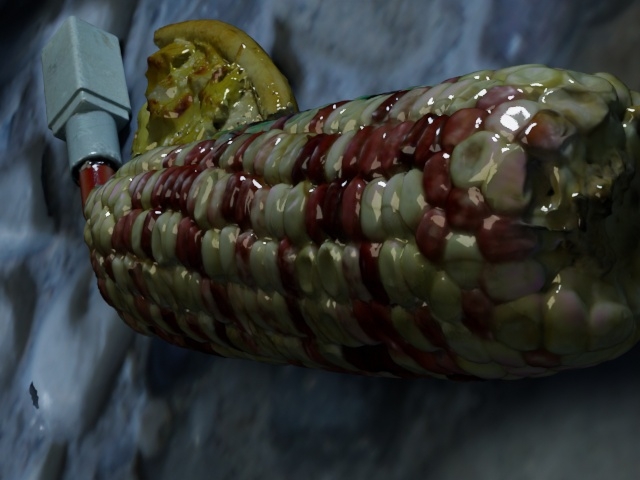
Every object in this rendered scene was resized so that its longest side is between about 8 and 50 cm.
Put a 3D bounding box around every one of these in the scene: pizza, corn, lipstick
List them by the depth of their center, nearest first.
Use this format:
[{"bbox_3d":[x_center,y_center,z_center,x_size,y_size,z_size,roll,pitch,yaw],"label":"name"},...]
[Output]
[{"bbox_3d":[0.000,0.000,0.446,0.253,0.086,0.086,-4,68,52],"label":"corn"},{"bbox_3d":[-0.058,-0.040,0.595,0.123,0.026,0.108,37,103,54],"label":"pizza"},{"bbox_3d":[-0.106,-0.050,0.658,0.030,0.030,0.129,-45,41,27],"label":"lipstick"}]
